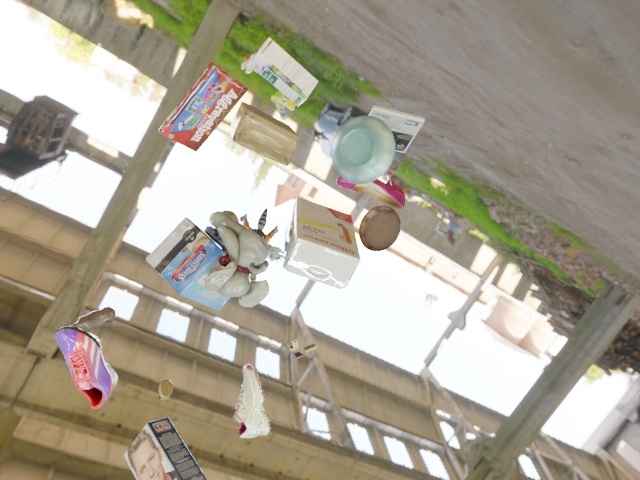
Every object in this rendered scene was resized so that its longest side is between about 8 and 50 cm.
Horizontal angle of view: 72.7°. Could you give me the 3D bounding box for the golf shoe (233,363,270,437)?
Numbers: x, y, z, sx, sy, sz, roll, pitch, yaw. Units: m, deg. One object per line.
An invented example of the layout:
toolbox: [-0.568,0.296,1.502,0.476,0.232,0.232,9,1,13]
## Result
golf shoe: [-0.298,0.669,1.791,0.140,0.306,0.115,-11,-179,-21]

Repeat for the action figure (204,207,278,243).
action figure: [-0.347,-0.034,2.035,0.341,0.178,0.330,32,-153,-15]

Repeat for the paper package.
paper package: [-0.286,-0.537,2.184,0.309,0.168,0.325,23,-164,-23]

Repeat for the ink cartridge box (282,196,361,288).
ink cartridge box: [0.000,0.000,1.838,0.279,0.160,0.384,19,-152,-13]

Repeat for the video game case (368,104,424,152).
video game case: [0.248,-0.395,1.559,0.190,0.173,0.022,10,-122,-11]

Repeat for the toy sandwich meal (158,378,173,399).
toy sandwich meal: [-0.656,0.626,1.832,0.029,0.085,0.085,-12,167,27]

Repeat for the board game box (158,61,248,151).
board game box: [-0.373,-0.417,1.389,0.145,0.281,0.027,22,-149,-50]

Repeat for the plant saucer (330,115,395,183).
plant saucer: [0.109,-0.256,1.216,0.195,0.195,0.037,36,-164,22]

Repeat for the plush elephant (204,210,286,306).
plush elephant: [-0.299,0.094,1.565,0.330,0.255,0.272,23,160,44]

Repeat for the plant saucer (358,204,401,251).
plant saucer: [0.212,-0.040,1.522,0.029,0.168,0.168,20,-165,-49]

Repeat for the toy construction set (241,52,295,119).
toy construction set: [-0.211,-0.753,2.053,0.327,0.215,0.151,46,175,-9]

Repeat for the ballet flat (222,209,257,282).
ballet flat: [-0.497,0.067,2.508,0.182,0.164,0.482,-86,-18,-72]

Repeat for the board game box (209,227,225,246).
board game box: [-0.540,0.043,2.206,0.160,0.210,0.047,-6,-179,42]

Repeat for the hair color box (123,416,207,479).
hair color box: [-0.522,0.812,1.500,0.347,0.174,0.105,42,-169,28]

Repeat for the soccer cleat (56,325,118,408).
soccer cleat: [-0.766,0.413,1.417,0.109,0.318,0.116,-7,-145,4]

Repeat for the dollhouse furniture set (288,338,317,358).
dollhouse furniture set: [-0.081,0.461,1.969,0.114,0.081,0.091,-16,-162,-24]

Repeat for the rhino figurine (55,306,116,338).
rhino figurine: [-0.927,0.330,1.725,0.243,0.106,0.073,-24,-94,-49]

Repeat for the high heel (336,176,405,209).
high heel: [0.177,-0.167,1.517,0.244,0.082,0.117,7,-121,-17]

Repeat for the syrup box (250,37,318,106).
syrup box: [-0.135,-0.623,1.620,0.237,0.096,0.093,36,163,-18]

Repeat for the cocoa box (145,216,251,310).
cocoa box: [-0.477,0.107,1.777,0.228,0.231,0.347,40,173,21]
